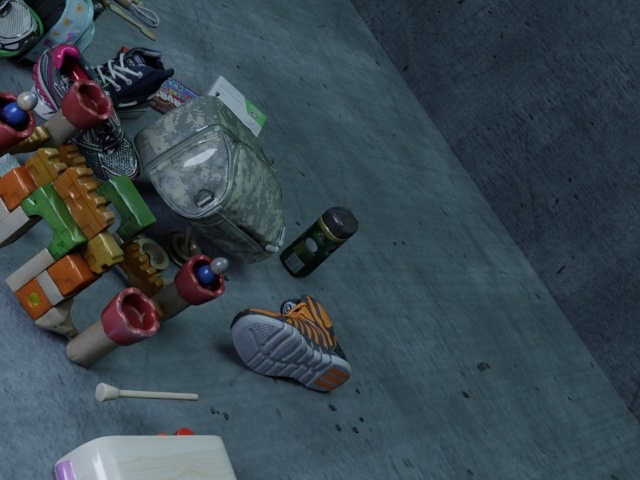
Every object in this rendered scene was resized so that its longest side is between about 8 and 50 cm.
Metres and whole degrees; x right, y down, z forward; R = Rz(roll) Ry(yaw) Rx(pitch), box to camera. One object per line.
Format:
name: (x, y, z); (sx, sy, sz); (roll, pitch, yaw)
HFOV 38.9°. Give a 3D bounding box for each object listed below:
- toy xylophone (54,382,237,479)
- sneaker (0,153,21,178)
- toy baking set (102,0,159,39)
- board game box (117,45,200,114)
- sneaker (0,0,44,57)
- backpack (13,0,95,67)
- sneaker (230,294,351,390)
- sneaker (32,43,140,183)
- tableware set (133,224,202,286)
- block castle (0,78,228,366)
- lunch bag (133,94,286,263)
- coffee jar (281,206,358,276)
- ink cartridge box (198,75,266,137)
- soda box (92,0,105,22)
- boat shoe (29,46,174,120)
toy xylophone: (-0.248, 0.342, 1.385); (0.322, 0.081, 0.236); (21, 37, -42)
sneaker: (-0.555, -0.122, 1.587); (0.152, 0.053, 0.061); (45, 30, -7)
toy baking set: (-0.510, -0.634, 2.353); (0.196, 0.030, 0.256); (10, 45, -50)
board game box: (-0.367, -0.350, 2.193); (0.281, 0.027, 0.145); (30, 33, -31)
sneaker: (-0.672, -0.488, 1.750); (0.343, 0.134, 0.146); (44, -19, 11)
backpack: (-0.552, -0.457, 1.884); (0.144, 0.188, 0.166); (15, 41, -47)
sneaker: (-0.076, 0.181, 1.834); (0.321, 0.124, 0.180); (37, 23, -43)
sneaker: (-0.449, -0.236, 1.755); (0.121, 0.112, 0.299); (-40, 105, -30)
tableware set: (-0.297, 0.021, 1.786); (0.128, 0.039, 0.194); (55, 28, 13)
block castle: (-0.374, -0.047, 1.513); (0.453, 0.213, 0.303); (57, 27, 1)
lunch bag: (-0.203, -0.105, 1.845); (0.256, 0.212, 0.305); (67, 10, 27)
coffee jar: (0.000, 0.000, 2.086); (0.079, 0.184, 0.096); (54, 27, 12)
ink cartridge box: (-0.237, -0.262, 2.146); (0.160, 0.092, 0.219); (41, 37, -18)
soda box: (-0.577, -0.534, 2.098); (0.060, 0.053, 0.169); (48, 26, 1)
boat shoe: (-0.452, -0.337, 1.904); (0.127, 0.158, 0.340); (51, 27, 6)
